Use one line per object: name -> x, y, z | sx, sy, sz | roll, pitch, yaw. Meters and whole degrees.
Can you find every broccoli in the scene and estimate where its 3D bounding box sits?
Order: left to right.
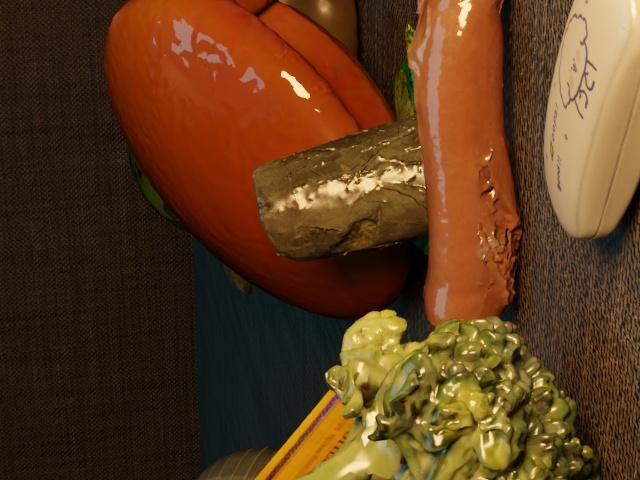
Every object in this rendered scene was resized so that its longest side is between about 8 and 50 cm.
broccoli -> 0.060, 0.189, 1.201 | 0.248, 0.245, 0.288 | 86, -177, -85

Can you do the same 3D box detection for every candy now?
candy -> 0.085, -0.082, 1.551 | 0.102, 0.032, 0.178 | 122, 142, -75

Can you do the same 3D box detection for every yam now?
yam -> 0.044, -0.042, 1.446 | 0.107, 0.183, 0.107 | -14, -90, -86

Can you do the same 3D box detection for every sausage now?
sausage -> 0.105, -0.072, 1.312 | 0.078, 0.078, 0.304 | -125, 32, -72

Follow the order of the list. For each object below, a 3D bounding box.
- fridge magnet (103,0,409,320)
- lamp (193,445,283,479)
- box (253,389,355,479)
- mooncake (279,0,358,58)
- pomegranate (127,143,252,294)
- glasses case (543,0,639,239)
fridge magnet -> -0.051, -0.082, 1.685 | 0.363, 0.155, 0.363 | 37, 152, 24
lamp -> -0.053, 0.345, 2.055 | 0.265, 0.233, 0.233 | 105, 159, -53
box -> 0.030, 0.263, 1.483 | 0.193, 0.084, 0.301 | -47, -36, -37
mooncake -> -0.052, -0.227, 1.933 | 0.284, 0.155, 0.284 | 175, 90, -78
pomegranate -> -0.107, -0.078, 2.298 | 0.286, 0.231, 0.231 | 57, 174, -9
glasses case -> 0.160, -0.079, 1.041 | 0.197, 0.049, 0.076 | 96, 166, -51
